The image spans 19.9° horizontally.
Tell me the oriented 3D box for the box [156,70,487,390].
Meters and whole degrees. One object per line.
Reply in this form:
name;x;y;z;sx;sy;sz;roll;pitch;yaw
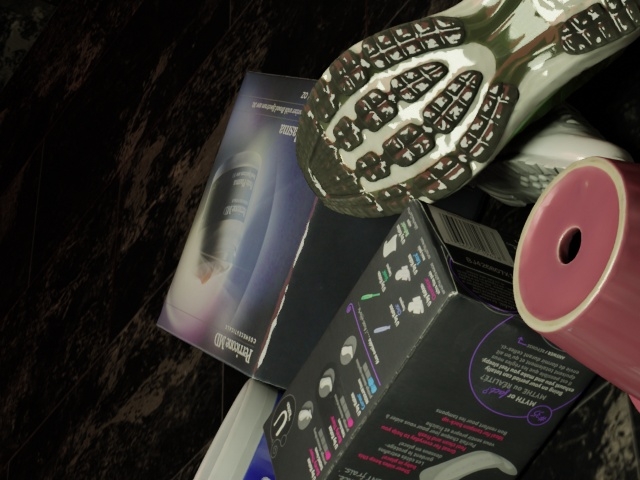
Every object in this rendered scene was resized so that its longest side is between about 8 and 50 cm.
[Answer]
box;0.000;0.000;1.822;0.296;0.182;0.294;17;88;66

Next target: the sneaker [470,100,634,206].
sneaker;0.201;-0.085;1.596;0.095;0.090;0.235;-59;26;-9

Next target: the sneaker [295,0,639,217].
sneaker;0.164;-0.152;1.582;0.410;0.182;0.158;-34;79;21

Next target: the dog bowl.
dog bowl;-0.079;0.270;1.756;0.265;0.104;0.265;-64;3;6

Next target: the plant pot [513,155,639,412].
plant pot;0.244;0.031;1.289;0.201;0.180;0.201;-44;35;43

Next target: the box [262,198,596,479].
box;0.091;0.127;1.546;0.270;0.165;0.143;-57;27;24
